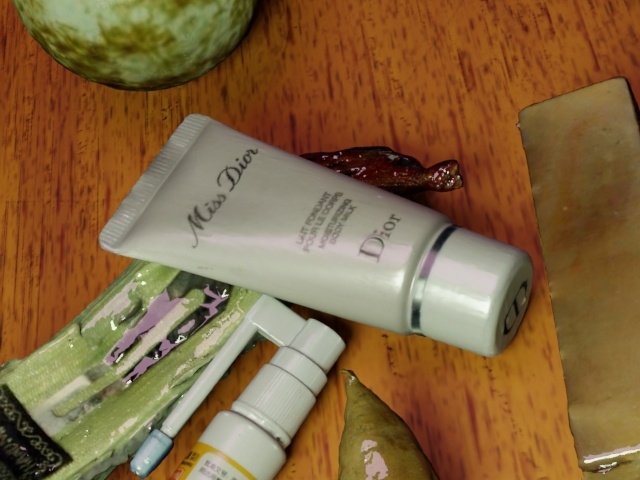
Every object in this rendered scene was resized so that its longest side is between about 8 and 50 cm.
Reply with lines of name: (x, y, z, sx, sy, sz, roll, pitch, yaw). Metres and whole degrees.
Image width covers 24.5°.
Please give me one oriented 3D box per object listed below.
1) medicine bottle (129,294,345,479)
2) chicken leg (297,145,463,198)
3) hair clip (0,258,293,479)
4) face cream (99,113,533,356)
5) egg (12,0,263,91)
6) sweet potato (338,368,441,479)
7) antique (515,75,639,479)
medicine bottle: (-0.070, 0.144, 1.057, 0.092, 0.061, 0.221, 34, 71, 8)
chicken leg: (0.026, -0.046, 1.169, 0.219, 0.048, 0.089, -1, 17, 31)
hair clip: (-0.148, 0.097, 1.126, 0.321, 0.091, 0.138, -40, 70, -17)
face cream: (0.000, 0.000, 1.084, 0.314, 0.089, 0.143, 18, 60, 23)
egg: (-0.169, -0.259, 1.347, 0.238, 0.238, 0.289, -36, 20, -1)
sweet potato: (0.052, 0.210, 0.938, 0.075, 0.075, 0.269, -14, 63, 19)
antique: (0.200, 0.035, 0.981, 0.087, 0.093, 0.310, -18, 47, 16)
